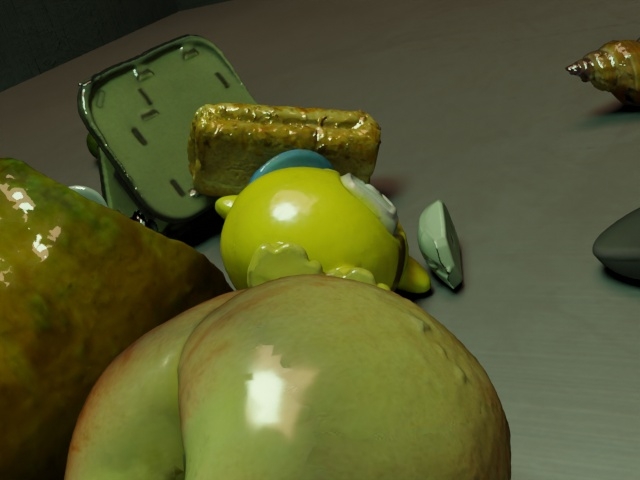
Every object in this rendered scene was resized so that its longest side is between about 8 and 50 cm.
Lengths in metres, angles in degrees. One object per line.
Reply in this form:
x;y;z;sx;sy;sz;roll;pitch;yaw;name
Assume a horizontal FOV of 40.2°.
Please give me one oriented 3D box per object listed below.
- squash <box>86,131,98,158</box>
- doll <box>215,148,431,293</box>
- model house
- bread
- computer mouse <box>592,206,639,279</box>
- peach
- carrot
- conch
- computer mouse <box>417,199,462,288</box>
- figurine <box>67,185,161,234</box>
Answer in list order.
-0.319;-0.154;1.421;0.069;0.069;0.258;-31;27;-31;squash
0.000;0.000;0.789;0.199;0.145;0.363;23;13;-6;doll
-0.221;-0.090;1.125;0.218;0.205;0.278;-34;-1;-39;model house
-0.041;-0.098;0.969;0.210;0.114;0.083;3;50;-11;bread
0.311;0.001;0.638;0.120;0.057;0.232;-30;25;-27;computer mouse
-0.002;0.121;0.442;0.232;0.233;0.232;-14;23;6;peach
-0.237;0.074;0.620;0.241;0.242;0.340;0;30;35;carrot
0.397;-0.201;1.025;0.232;0.086;0.080;-13;-21;-23;conch
0.103;0.006;0.776;0.032;0.056;0.110;-19;23;15;computer mouse
-0.248;0.029;0.877;0.192;0.147;0.126;-30;37;2;figurine
